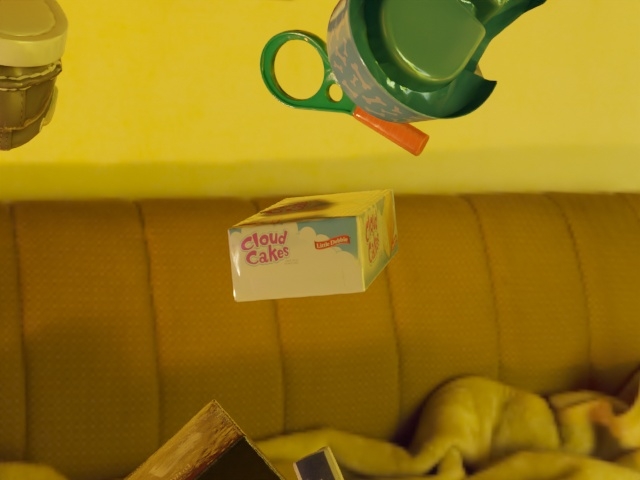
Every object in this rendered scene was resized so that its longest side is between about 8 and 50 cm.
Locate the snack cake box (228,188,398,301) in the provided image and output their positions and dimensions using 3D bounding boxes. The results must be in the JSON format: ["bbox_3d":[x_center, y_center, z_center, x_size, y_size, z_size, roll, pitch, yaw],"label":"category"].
[{"bbox_3d":[0.000,0.000,1.216,0.152,0.089,0.264,-4,9,13],"label":"snack cake box"}]

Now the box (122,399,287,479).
[{"bbox_3d":[-0.111,0.236,0.875,0.156,0.093,0.158,-41,11,-10],"label":"box"}]

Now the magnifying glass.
[{"bbox_3d":[0.026,-0.171,1.184,0.231,0.092,0.026,35,28,16],"label":"magnifying glass"}]

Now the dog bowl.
[{"bbox_3d":[0.113,-0.232,0.947,0.166,0.297,0.074,40,-26,-16],"label":"dog bowl"}]

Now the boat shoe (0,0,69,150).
[{"bbox_3d":[-0.260,-0.174,0.765,0.109,0.091,0.305,0,32,-26],"label":"boat shoe"}]

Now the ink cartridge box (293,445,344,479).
[{"bbox_3d":[0.057,0.491,1.506,0.072,0.324,0.330,-23,-20,-5],"label":"ink cartridge box"}]
